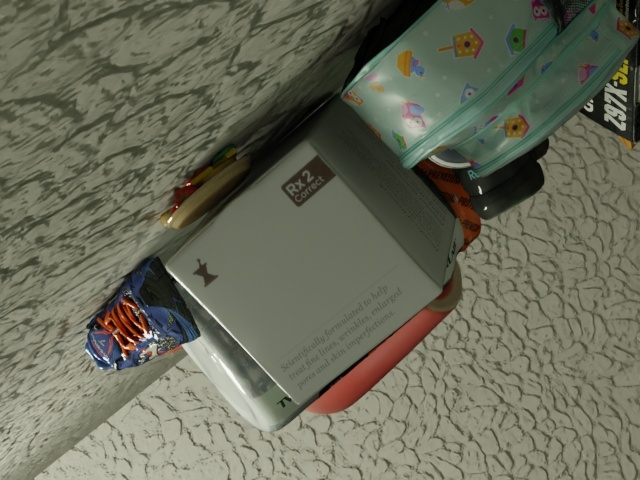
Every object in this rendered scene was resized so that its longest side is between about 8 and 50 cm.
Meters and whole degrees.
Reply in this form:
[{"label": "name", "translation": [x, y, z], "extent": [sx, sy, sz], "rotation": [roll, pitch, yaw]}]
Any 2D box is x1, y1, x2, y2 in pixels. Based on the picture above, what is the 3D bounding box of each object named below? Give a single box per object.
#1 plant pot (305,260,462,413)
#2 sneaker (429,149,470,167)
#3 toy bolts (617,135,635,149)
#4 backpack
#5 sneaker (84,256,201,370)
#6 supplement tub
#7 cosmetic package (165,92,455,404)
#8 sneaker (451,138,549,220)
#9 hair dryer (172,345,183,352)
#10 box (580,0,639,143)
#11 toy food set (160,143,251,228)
[{"label": "plant pot", "translation": [0.045, 0.072, 1.627], "extent": [0.243, 0.275, 0.275], "rotation": [-36, 180, 32]}, {"label": "sneaker", "translation": [0.202, -0.198, 1.063], "extent": [0.321, 0.126, 0.127], "rotation": [-48, 179, 7]}, {"label": "toy bolts", "translation": [0.230, -0.174, 1.271], "extent": [0.158, 0.218, 0.228], "rotation": [-32, 160, 9]}, {"label": "backpack", "translation": [0.114, -0.128, 0.818], "extent": [0.188, 0.144, 0.166], "rotation": [-35, -179, -31]}, {"label": "sneaker", "translation": [-0.170, 0.082, 1.083], "extent": [0.087, 0.083, 0.221], "rotation": [-30, 171, -20]}, {"label": "supplement tub", "translation": [0.005, 0.036, 1.316], "extent": [0.338, 0.207, 0.207], "rotation": [-39, 177, -14]}, {"label": "cosmetic package", "translation": [0.000, 0.000, 0.930], "extent": [0.151, 0.151, 0.184], "rotation": [-41, -172, 20]}, {"label": "sneaker", "translation": [0.184, -0.108, 1.257], "extent": [0.101, 0.106, 0.267], "rotation": [-33, -171, 12]}, {"label": "hair dryer", "translation": [-0.093, 0.047, 1.508], "extent": [0.293, 0.080, 0.223], "rotation": [-39, 178, -5]}, {"label": "box", "translation": [0.330, -0.264, 0.930], "extent": [0.322, 0.079, 0.257], "rotation": [-39, 143, -16]}, {"label": "toy food set", "translation": [-0.083, -0.038, 0.861], "extent": [0.082, 0.020, 0.083], "rotation": [-39, 177, -10]}]
